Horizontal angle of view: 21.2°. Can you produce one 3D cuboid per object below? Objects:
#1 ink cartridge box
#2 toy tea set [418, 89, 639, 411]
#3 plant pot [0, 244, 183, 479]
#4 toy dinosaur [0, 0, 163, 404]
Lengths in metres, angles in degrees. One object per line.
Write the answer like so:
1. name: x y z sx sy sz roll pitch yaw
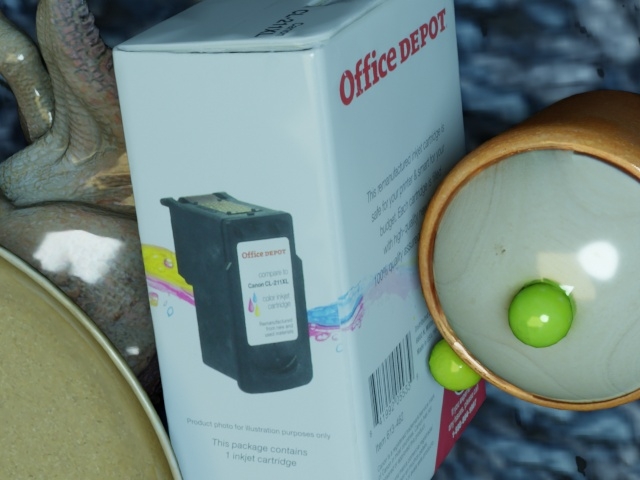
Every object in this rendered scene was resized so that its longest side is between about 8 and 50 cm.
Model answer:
1. ink cartridge box: 0.000 0.000 0.583 0.072 0.127 0.175 2 112 24
2. toy tea set: 0.137 -0.072 0.498 0.200 0.124 0.336 11 115 17
3. plant pot: -0.149 0.092 0.592 0.236 0.032 0.236 5 109 15
4. toy dinosaur: -0.094 0.035 0.641 0.200 0.127 0.295 31 115 7
